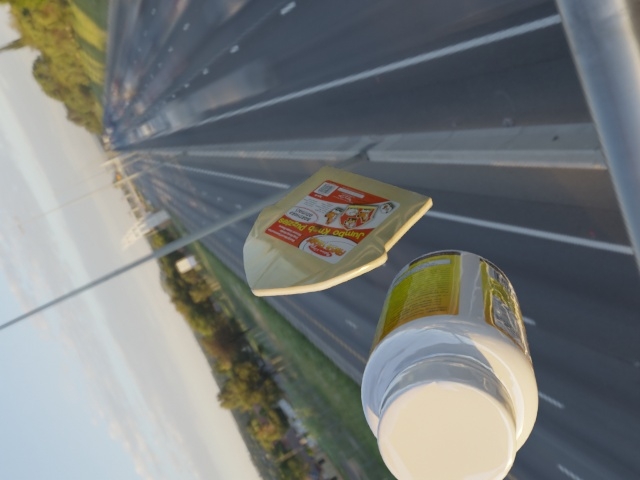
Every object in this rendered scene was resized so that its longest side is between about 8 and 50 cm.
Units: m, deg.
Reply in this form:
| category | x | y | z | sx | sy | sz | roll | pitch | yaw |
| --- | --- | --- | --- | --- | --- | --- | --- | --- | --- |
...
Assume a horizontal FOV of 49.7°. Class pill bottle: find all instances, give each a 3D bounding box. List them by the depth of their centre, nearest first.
| category | x | y | z | sx | sy | sz | roll | pitch | yaw |
| --- | --- | --- | --- | --- | --- | --- | --- | --- | --- |
| pill bottle | 0.095 | 0.090 | 0.513 | 0.117 | 0.117 | 0.215 | 65 | -163 | -10 |

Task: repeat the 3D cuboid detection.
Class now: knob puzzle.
| category | x | y | z | sx | sy | sz | roll | pitch | yaw |
| --- | --- | --- | --- | --- | --- | --- | --- | --- | --- |
| knob puzzle | 0.000 | 0.000 | 0.752 | 0.213 | 0.213 | 0.030 | 46 | 163 | 52 |
